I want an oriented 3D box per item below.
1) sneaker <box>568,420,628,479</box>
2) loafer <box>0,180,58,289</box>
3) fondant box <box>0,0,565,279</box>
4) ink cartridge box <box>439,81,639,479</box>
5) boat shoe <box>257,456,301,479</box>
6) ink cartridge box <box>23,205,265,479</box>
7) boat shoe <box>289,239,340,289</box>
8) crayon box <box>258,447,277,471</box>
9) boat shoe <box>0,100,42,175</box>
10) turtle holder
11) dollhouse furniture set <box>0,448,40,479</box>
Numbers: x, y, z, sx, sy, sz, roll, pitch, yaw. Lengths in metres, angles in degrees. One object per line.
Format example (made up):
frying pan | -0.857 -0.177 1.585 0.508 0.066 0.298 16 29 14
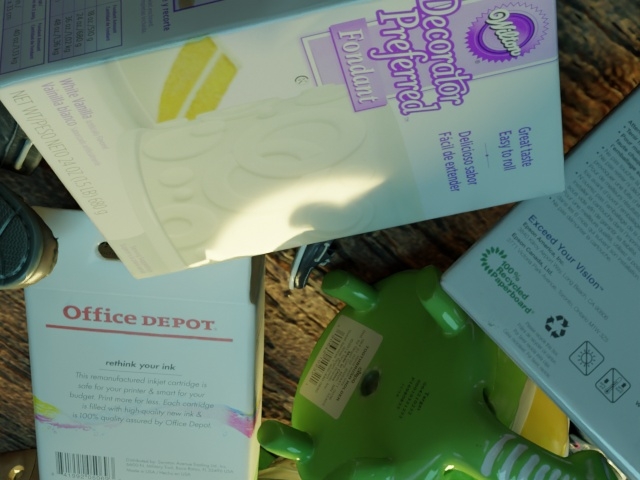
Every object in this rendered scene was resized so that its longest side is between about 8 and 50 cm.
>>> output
sneaker | 0.218 0.214 1.118 0.178 0.124 0.296 -7 137 0
loafer | -0.315 -0.021 0.910 0.267 0.096 0.084 16 180 27
fondant box | -0.012 -0.098 0.714 0.330 0.096 0.238 -13 147 7
ink cartridge box | 0.316 0.032 0.798 0.330 0.071 0.324 -44 87 5
boat shoe | -0.025 0.283 1.196 0.258 0.084 0.095 8 123 -27
ink cartridge box | -0.157 0.109 1.007 0.207 0.119 0.354 5 118 1
boat shoe | 0.000 0.000 0.971 0.038 0.046 0.125 16 127 -3
crayon box | -0.144 0.293 1.263 0.165 0.081 0.278 -28 127 30
boat shoe | -0.196 -0.159 0.792 0.119 0.121 0.335 21 146 -25
turtle holder | 0.124 0.152 0.957 0.227 0.243 0.320 31 146 -28
dollhouse furniture set | -0.325 0.359 1.279 0.128 0.184 0.129 -11 133 18
